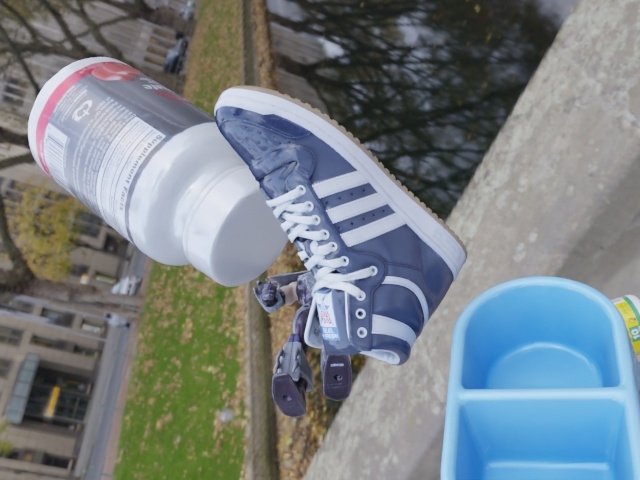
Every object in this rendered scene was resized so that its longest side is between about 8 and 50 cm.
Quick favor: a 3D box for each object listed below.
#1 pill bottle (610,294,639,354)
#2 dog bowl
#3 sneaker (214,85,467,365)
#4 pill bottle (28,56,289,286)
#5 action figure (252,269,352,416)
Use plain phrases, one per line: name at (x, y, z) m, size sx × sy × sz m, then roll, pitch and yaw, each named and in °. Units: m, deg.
pill bottle at (0.540, 0.192, 1.420) m, size 0.117 × 0.208 × 0.118 m, roll -17°, pitch -90°, yaw -86°
dog bowl at (0.173, 0.141, 0.555) m, size 0.297 × 0.165 × 0.074 m, roll -72°, pitch -29°, yaw -49°
sneaker at (0.000, 0.000, 0.627) m, size 0.099 × 0.282 × 0.153 m, roll -12°, pitch 45°, yaw 61°
pill bottle at (-0.185, -0.080, 0.841) m, size 0.318 × 0.176 × 0.176 m, roll 34°, pitch 112°, yaw 29°
action figure at (0.001, 0.095, 0.953) m, size 0.285 × 0.185 × 0.099 m, roll -86°, pitch -20°, yaw -57°
